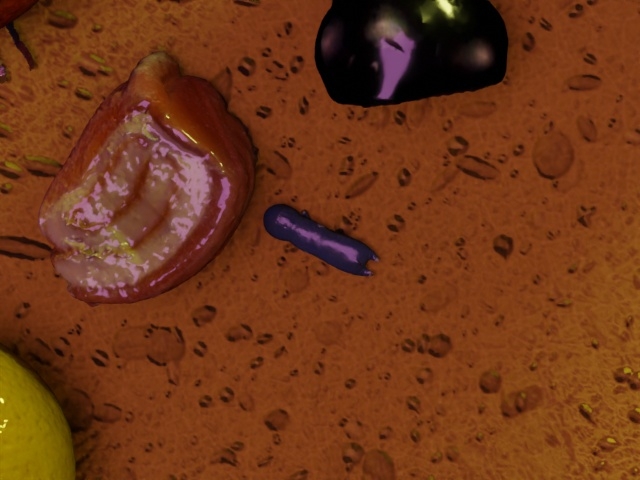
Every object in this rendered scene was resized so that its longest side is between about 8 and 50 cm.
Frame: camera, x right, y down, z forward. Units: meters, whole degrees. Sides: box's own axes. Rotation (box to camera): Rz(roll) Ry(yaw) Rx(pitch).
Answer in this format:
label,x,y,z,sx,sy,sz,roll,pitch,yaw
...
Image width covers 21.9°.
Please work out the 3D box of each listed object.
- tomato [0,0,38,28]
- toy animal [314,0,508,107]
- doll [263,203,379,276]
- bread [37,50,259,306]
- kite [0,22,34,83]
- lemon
label,x,y,z,sx,sy,sz,roll,pitch,yaw
tomato,-0.378,-0.335,1.556,0.303,0.239,0.303,7,103,30
toy animal,0.077,-0.244,1.514,0.187,0.165,0.235,-4,96,22
doll,0.000,0.000,1.644,0.125,0.027,0.037,27,105,7
bread,-0.175,-0.041,1.635,0.190,0.123,0.244,38,107,5
kite,-0.374,-0.274,1.709,0.141,0.015,0.245,-24,88,18
lemon,-0.373,0.223,1.664,0.267,0.267,0.267,2,99,15
